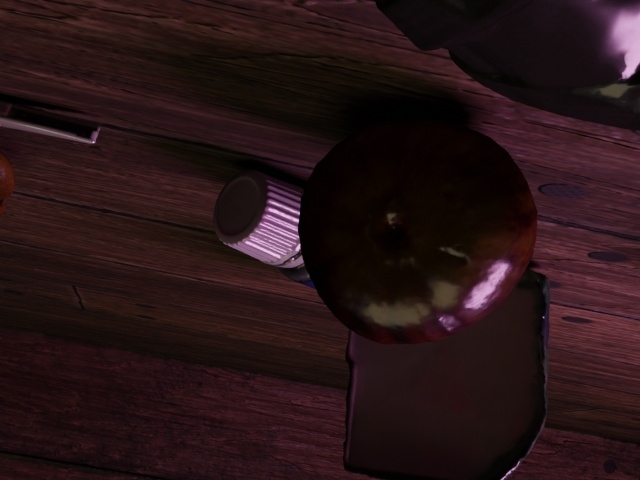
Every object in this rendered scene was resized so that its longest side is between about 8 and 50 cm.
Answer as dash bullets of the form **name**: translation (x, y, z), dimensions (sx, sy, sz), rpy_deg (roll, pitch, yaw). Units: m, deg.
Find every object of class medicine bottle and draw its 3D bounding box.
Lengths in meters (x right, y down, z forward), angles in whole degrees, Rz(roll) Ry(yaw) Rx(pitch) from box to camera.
- **medicine bottle**: translation (0.000, 0.000, 0.876), dimensions (0.083, 0.083, 0.203), rpy_deg (-3, 160, 43)

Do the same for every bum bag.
- **bum bag**: translation (0.104, -0.096, 0.405), dimensions (0.326, 0.079, 0.142), rpy_deg (19, 167, -37)

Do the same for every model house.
- **model house**: translation (0.146, 0.148, 1.084), dimensions (0.202, 0.236, 0.237), rpy_deg (0, 169, 13)

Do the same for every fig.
- **fig**: translation (0.059, 0.002, 0.685), dimensions (0.149, 0.148, 0.202), rpy_deg (-22, 159, -14)

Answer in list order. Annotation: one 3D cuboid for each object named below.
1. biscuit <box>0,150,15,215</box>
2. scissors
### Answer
- **biscuit**: translation (-0.380, -0.060, 0.886), dimensions (0.212, 0.036, 0.212), rpy_deg (0, 151, 0)
- **scissors**: translation (-0.257, -0.100, 0.770), dimensions (0.176, 0.022, 0.085), rpy_deg (12, 171, 1)
